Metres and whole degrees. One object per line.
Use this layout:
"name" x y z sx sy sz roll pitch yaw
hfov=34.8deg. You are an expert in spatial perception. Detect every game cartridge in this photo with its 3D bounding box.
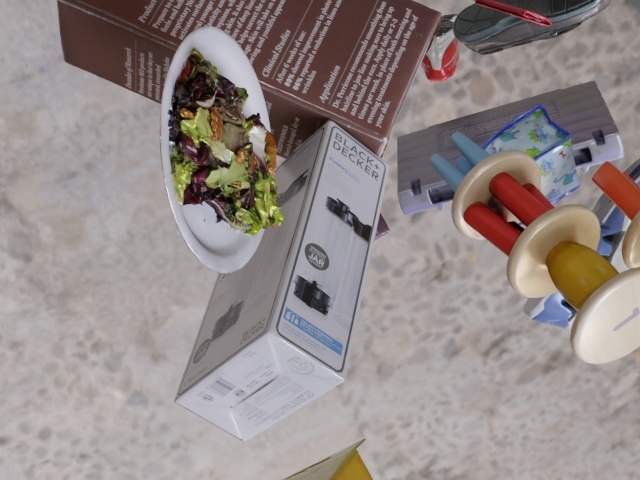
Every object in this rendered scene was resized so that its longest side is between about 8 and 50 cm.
"game cartridge" 0.301 -0.154 1.680 0.355 0.230 0.068 -15 114 13

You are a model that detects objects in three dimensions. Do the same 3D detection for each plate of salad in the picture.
"plate of salad" -0.071 -0.073 0.825 0.048 0.200 0.200 -1 146 22

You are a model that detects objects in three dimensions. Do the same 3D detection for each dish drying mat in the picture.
"dish drying mat" 0.160 -0.194 0.861 0.032 0.083 0.008 10 106 -28

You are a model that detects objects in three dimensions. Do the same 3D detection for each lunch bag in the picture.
"lunch bag" 0.275 -0.091 1.416 0.151 0.096 0.129 -32 142 -1

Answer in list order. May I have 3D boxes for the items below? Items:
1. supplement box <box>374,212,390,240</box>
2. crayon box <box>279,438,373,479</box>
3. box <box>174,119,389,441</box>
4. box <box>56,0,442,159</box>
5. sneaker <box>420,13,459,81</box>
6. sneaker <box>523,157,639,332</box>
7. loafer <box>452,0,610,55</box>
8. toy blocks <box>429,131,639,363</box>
"supplement box" 0.000 0.000 1.463 0.188 0.081 0.104 -31 180 3
"crayon box" -0.041 0.400 1.437 0.202 0.081 0.318 -30 180 22
"box" -0.032 0.035 1.020 0.087 0.290 0.169 34 133 -20
"box" -0.080 -0.228 1.149 0.381 0.191 0.143 25 155 -1
"sneaker" 0.221 -0.368 1.974 0.107 0.279 0.118 -6 109 12
"sneaker" 0.424 0.028 1.320 0.315 0.182 0.127 -50 -178 -5
"loafer" 0.349 -0.364 1.659 0.267 0.096 0.084 -7 150 36
"toy blocks" 0.133 -0.012 0.513 0.123 0.148 0.054 -10 129 -25
